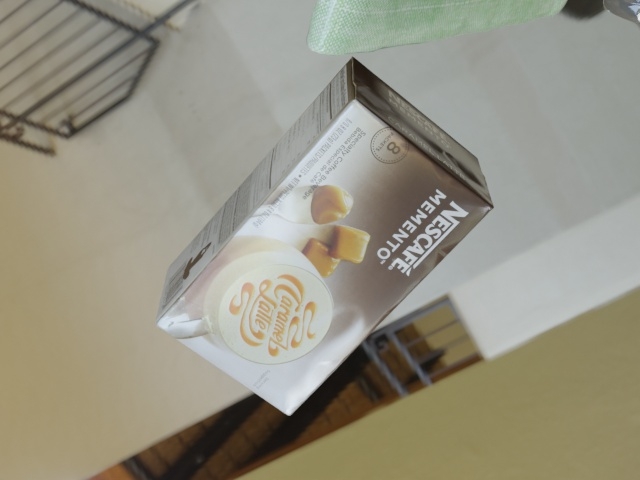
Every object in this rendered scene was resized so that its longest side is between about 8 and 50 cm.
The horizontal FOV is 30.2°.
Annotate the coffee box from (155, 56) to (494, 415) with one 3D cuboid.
[{"bbox_3d":[0.000,0.000,0.943,0.141,0.246,0.098,37,-158,-17],"label":"coffee box"}]

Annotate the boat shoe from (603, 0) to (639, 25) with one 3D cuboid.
[{"bbox_3d":[0.433,-0.204,1.161,0.335,0.095,0.112,25,-147,-10],"label":"boat shoe"}]

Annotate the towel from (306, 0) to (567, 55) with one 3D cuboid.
[{"bbox_3d":[0.107,-0.240,0.486,0.038,0.324,0.248,31,-153,22],"label":"towel"}]
